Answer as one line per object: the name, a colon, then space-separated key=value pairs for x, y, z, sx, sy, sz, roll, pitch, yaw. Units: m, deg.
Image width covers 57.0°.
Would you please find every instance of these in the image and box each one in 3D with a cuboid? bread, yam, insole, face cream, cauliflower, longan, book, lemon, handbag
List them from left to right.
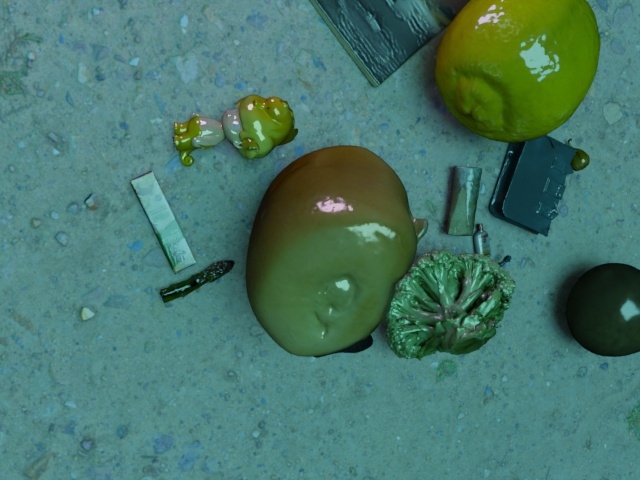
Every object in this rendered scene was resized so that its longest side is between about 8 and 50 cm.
bread: x=0.000 y=0.000 z=1.105 sx=0.252 sy=0.376 sz=0.348 roll=28 pitch=117 yaw=-12
insole: x=0.049 y=0.236 z=1.335 sx=0.152 sy=0.002 sz=0.053 roll=-10 pitch=97 yaw=-17
book: x=0.177 y=-0.557 z=1.305 sx=0.374 sy=0.028 sz=0.263 roll=-43 pitch=103 yaw=-10
cauliflower: x=0.294 y=0.161 z=1.277 sx=0.272 sy=0.250 sz=0.275 roll=16 pitch=110 yaw=-16
yam: x=0.331 y=-0.093 z=1.368 sx=0.068 sy=0.068 sz=0.170 roll=7 pitch=91 yaw=-18
face cream: x=0.388 y=0.001 z=1.417 sx=0.040 sy=0.021 sz=0.084 roll=-12 pitch=97 yaw=-18
lemon: x=0.414 y=-0.379 z=1.243 sx=0.347 sy=0.348 sz=0.349 roll=-1 pitch=95 yaw=-18
handbag: x=0.520 y=-0.140 z=1.431 sx=0.179 sy=0.062 sz=0.229 roll=20 pitch=88 yaw=-21
longan: x=0.723 y=0.175 z=1.442 sx=0.248 sy=0.248 sz=0.249 roll=-1 pitch=95 yaw=-18

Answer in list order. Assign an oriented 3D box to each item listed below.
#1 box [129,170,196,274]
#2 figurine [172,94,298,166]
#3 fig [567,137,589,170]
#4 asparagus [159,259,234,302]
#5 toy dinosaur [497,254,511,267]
box: x=-0.314 y=-0.035 z=1.178 sx=0.049 sy=0.041 sz=0.207 roll=-26 pitch=101 yaw=-14
figurine: x=-0.167 y=-0.220 z=1.178 sx=0.246 sy=0.131 sz=0.157 roll=-7 pitch=56 yaw=-2
fig: x=0.637 y=-0.215 z=1.469 sx=0.050 sy=0.050 sz=0.083 roll=-24 pitch=87 yaw=-15
asparagus: x=-0.251 y=0.081 z=1.213 sx=0.165 sy=0.030 sz=0.036 roll=-28 pitch=92 yaw=-14
toy dinosaur: x=0.389 y=0.074 z=1.408 sx=0.154 sy=0.049 sz=0.055 roll=-25 pitch=96 yaw=-7
